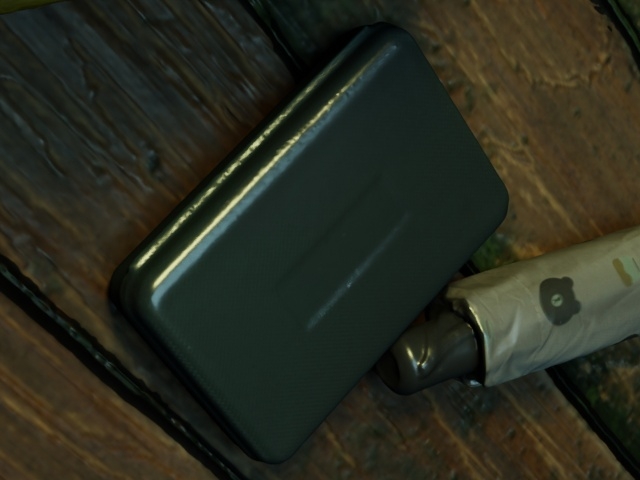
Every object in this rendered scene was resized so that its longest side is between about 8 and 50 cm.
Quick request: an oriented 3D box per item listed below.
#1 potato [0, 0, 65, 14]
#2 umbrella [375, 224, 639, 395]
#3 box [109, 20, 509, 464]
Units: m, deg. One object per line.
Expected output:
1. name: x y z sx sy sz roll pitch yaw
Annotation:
1. potato: -0.118 -0.213 0.663 0.296 0.290 0.397 -37 165 9
2. umbrella: 0.179 0.036 0.993 0.337 0.067 0.073 -15 98 -31
3. box: 0.000 0.000 0.866 0.230 0.050 0.160 -47 123 -17
